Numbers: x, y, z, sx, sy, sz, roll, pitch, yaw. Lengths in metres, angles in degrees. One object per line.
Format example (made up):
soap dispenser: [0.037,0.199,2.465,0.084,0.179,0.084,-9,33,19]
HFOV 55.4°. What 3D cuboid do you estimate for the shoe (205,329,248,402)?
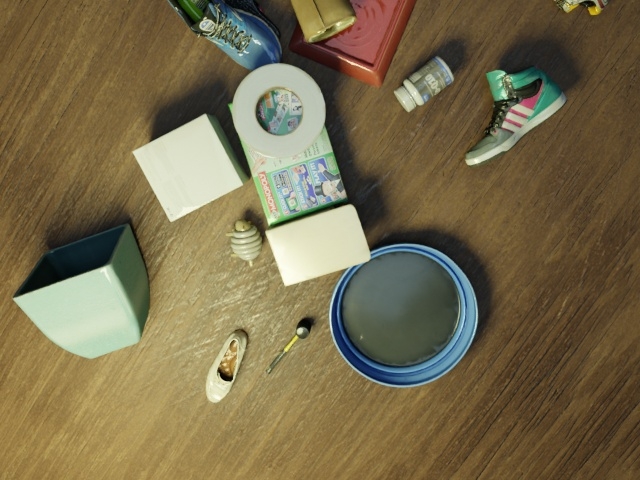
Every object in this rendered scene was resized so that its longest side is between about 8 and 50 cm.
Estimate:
shoe: [-0.263,0.349,1.666,0.076,0.058,0.219,22,99,-3]

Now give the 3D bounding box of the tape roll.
tape roll: [-0.097,-0.306,1.453,0.219,0.072,0.219,0,100,-1]

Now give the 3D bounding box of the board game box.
board game box: [-0.077,-0.220,1.527,0.213,0.046,0.318,-17,100,3]

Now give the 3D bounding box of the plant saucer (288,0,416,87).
plant saucer: [0.082,-0.550,1.513,0.259,0.048,0.259,22,99,-3]

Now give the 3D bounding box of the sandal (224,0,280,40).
sandal: [-0.170,-0.562,1.517,0.067,0.040,0.179,-36,109,26]

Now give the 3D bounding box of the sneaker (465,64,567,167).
sneaker: [0.447,-0.329,1.507,0.295,0.124,0.178,-39,103,-1]

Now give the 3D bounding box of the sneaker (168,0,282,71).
sneaker: [-0.239,-0.505,1.452,0.330,0.147,0.130,36,121,-11]

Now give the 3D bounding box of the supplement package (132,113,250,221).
supplement package: [-0.317,-0.185,1.527,0.203,0.149,0.194,-26,99,5]

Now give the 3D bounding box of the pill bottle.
pill bottle: [0.257,-0.389,1.523,0.137,0.078,0.078,-37,98,7]

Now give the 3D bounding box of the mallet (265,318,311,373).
mallet: [-0.089,0.291,1.672,0.039,0.062,0.190,37,113,-5]

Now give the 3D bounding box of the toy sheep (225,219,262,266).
toy sheep: [-0.195,0.007,1.596,0.091,0.091,0.132,-12,114,2]

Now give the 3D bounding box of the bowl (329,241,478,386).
bowl: [0.217,0.193,1.627,0.390,0.077,0.392,0,100,0]

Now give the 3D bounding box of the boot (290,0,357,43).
boot: [-0.073,-0.598,1.454,0.236,0.089,0.270,-24,90,14]

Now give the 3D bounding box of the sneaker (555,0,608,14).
sneaker: [0.597,-0.609,1.478,0.225,0.088,0.093,13,101,-2]

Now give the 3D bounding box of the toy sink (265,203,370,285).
toy sink: [0.000,0.000,1.568,0.234,0.131,0.153,-18,99,9]

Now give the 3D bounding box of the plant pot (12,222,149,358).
plant pot: [-0.567,0.149,1.549,0.247,0.248,0.252,-18,115,3]
